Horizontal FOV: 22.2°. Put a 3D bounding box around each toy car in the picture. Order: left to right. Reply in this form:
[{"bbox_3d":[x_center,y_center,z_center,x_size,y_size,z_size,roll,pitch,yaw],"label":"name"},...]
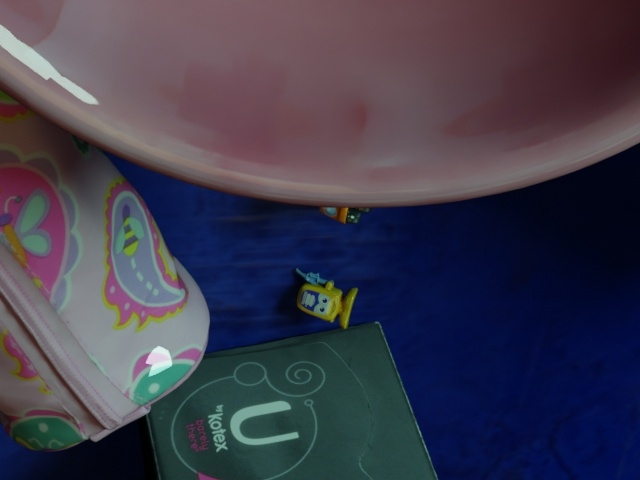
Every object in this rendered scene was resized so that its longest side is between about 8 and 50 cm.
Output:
[{"bbox_3d":[0.000,0.000,0.808,0.040,0.060,0.122,18,122,8],"label":"toy car"}]

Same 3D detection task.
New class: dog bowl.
[{"bbox_3d":[0.014,-0.181,0.517,0.408,0.150,0.408,2,132,2],"label":"dog bowl"}]

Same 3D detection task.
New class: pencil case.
[{"bbox_3d":[-0.157,-0.026,0.689,0.124,0.124,0.284,-26,134,6],"label":"pencil case"}]

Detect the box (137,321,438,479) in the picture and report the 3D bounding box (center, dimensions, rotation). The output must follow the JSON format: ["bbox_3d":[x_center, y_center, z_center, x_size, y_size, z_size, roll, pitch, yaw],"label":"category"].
[{"bbox_3d":[-0.014,0.203,0.905,0.143,0.165,0.270,-10,132,-10],"label":"box"}]
